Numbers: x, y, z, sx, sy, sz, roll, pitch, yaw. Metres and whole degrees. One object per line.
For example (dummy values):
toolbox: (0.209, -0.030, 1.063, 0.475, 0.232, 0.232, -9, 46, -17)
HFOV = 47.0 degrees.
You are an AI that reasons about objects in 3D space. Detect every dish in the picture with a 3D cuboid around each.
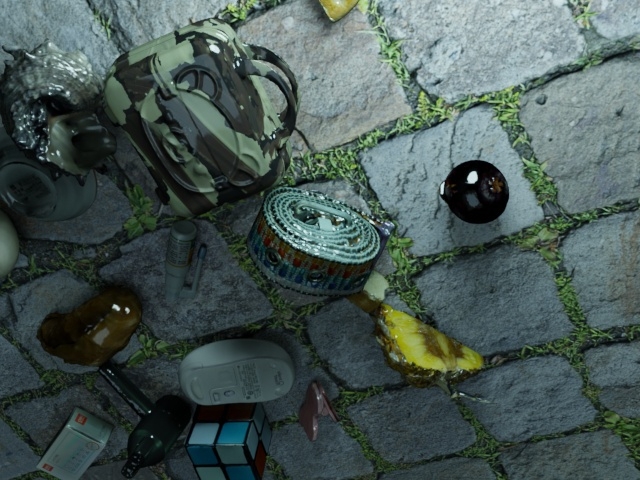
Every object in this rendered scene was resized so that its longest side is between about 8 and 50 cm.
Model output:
dish: (-0.644, -0.130, 1.652, 0.260, 0.085, 0.260, 5, 126, 7)

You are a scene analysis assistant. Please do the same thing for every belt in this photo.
belt: (0.000, 0.000, 1.559, 0.294, 0.207, 0.161, 20, 128, -7)

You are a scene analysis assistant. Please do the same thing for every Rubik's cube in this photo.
Rubik's cube: (-0.248, 0.542, 2.005, 0.183, 0.180, 0.167, -7, 125, 12)

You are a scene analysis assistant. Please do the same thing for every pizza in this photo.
pizza: (0.025, -0.477, 1.315, 0.130, 0.041, 0.178, 9, 126, 0)

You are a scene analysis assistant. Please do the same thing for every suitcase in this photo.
suitcase: (-0.201, -0.245, 1.431, 0.339, 0.194, 0.352, -19, 121, 14)

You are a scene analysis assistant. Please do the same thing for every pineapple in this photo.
pineapple: (0.239, 0.302, 1.762, 0.334, 0.158, 0.161, 27, 126, -10)

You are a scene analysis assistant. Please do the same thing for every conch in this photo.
conch: (-0.527, -0.264, 1.497, 0.240, 0.186, 0.313, -22, 103, -3)

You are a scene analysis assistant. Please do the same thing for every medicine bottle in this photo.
medicine bottle: (-0.323, 0.054, 1.748, 0.092, 0.061, 0.221, 5, 129, -18)

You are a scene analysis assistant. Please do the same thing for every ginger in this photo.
ginger: (-0.587, 0.231, 1.853, 0.321, 0.172, 0.165, -20, 157, 21)

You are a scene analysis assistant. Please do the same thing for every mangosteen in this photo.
mangosteen: (0.307, -0.094, 1.500, 0.137, 0.137, 0.151, 38, 157, -17)

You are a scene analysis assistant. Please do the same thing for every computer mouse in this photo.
computer mouse: (-0.214, 0.331, 1.888, 0.296, 0.121, 0.184, -12, 122, 1)

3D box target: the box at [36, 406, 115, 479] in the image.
box: (-0.734, 0.618, 2.204, 0.135, 0.079, 0.269, 31, 124, -14)

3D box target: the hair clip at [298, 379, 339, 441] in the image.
hair clip: (-0.019, 0.447, 1.946, 0.102, 0.123, 0.138, -28, 126, -6)

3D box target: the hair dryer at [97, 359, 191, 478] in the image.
hair dryer: (-0.513, 0.460, 1.971, 0.302, 0.244, 0.116, 46, 115, -5)

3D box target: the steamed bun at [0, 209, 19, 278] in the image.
steamed bun: (-0.815, -0.013, 1.727, 0.231, 0.145, 0.232, 9, 138, 8)

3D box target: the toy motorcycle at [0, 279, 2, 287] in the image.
toy motorcycle: (-0.897, 0.119, 1.889, 0.190, 0.074, 0.106, 3, 134, 8)

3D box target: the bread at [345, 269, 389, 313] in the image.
bread: (0.107, 0.116, 1.708, 0.083, 0.077, 0.070, 36, 135, -16)
